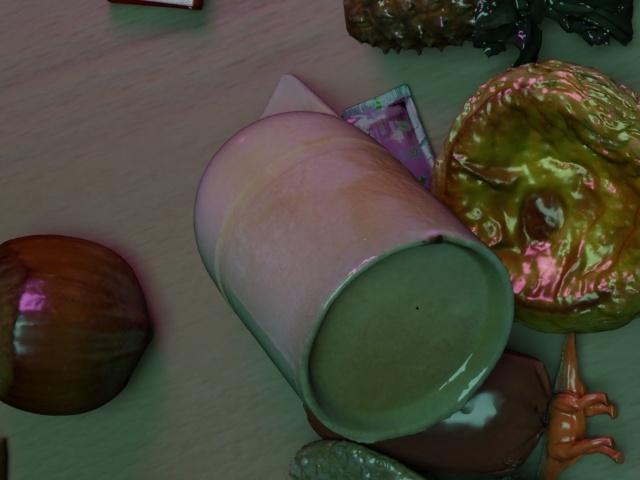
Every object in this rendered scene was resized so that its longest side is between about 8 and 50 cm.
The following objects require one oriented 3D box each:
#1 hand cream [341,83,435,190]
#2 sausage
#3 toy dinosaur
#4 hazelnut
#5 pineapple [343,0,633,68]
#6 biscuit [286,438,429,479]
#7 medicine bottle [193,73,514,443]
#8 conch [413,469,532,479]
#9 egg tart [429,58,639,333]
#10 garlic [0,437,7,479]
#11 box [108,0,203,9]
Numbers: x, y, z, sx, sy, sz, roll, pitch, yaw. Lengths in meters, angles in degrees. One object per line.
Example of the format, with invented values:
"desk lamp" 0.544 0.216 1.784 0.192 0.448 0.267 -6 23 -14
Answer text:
"hand cream" 0.105 -0.032 1.634 0.079 0.050 0.275 -19 84 -11
"sausage" 0.110 0.173 1.588 0.280 0.152 0.152 6 95 14
"toy dinosaur" 0.280 0.224 1.602 0.101 0.055 0.279 2 94 33
"hazelnut" -0.302 0.094 1.664 0.210 0.186 0.210 -6 76 25
"pineapple" 0.180 -0.257 1.557 0.310 0.141 0.170 5 90 6
"biscuit" 0.030 0.271 1.588 0.133 0.032 0.250 49 144 -12
"medicine bottle" 0.000 0.000 1.524 0.235 0.236 0.406 -54 39 11
"conch" 0.184 0.329 1.578 0.245 0.163 0.178 31 131 39
"egg tart" 0.257 -0.046 1.541 0.295 0.116 0.294 6 103 25
"garlic" -0.477 0.370 1.775 0.143 0.112 0.318 31 89 12
"box" -0.183 -0.383 1.670 0.123 0.050 0.229 8 95 11
